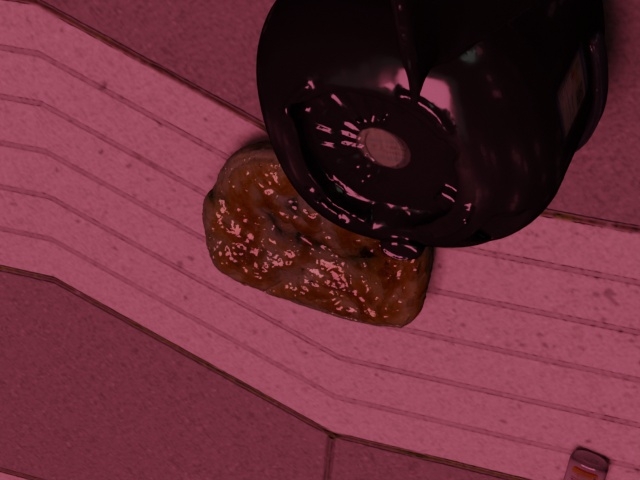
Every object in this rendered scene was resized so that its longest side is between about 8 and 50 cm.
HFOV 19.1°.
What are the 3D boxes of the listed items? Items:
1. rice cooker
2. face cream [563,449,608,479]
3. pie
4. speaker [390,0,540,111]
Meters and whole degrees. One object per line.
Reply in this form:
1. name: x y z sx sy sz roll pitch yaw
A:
1. rice cooker: 0.086 -0.125 1.448 0.267 0.224 0.267 17 141 15
2. face cream: 0.262 0.241 1.890 0.040 0.021 0.083 21 141 14
3. pie: 0.000 0.000 1.775 0.240 0.054 0.240 16 138 15
4. speaker: 0.016 -0.267 1.250 0.388 0.184 0.180 42 155 42
